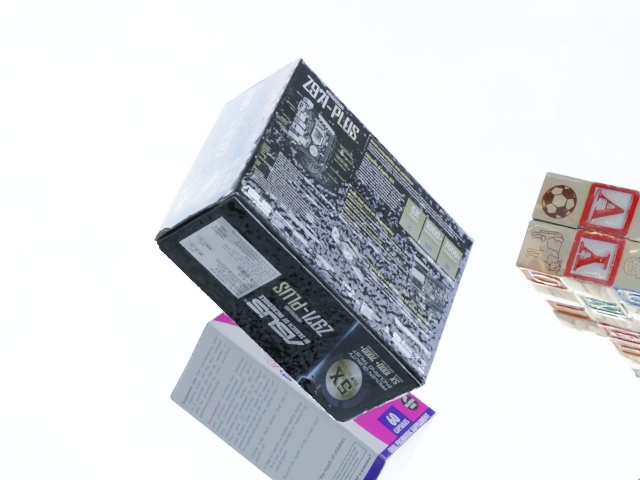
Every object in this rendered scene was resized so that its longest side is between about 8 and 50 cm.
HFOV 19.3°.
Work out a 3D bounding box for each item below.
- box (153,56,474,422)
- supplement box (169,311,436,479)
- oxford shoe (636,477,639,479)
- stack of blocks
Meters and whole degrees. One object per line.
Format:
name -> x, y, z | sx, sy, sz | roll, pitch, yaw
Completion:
box -> 0.000, 0.000, 1.203 | 0.077, 0.147, 0.180 | -29, -64, 37
supplement box -> -0.018, 0.160, 1.816 | 0.220, 0.111, 0.114 | 36, -55, 13
oxford shoe -> 0.260, 0.313, 1.672 | 0.096, 0.083, 0.227 | 48, -67, 25
stack of blocks -> 0.297, 0.049, 1.633 | 0.171, 0.087, 0.297 | 13, -15, 26
